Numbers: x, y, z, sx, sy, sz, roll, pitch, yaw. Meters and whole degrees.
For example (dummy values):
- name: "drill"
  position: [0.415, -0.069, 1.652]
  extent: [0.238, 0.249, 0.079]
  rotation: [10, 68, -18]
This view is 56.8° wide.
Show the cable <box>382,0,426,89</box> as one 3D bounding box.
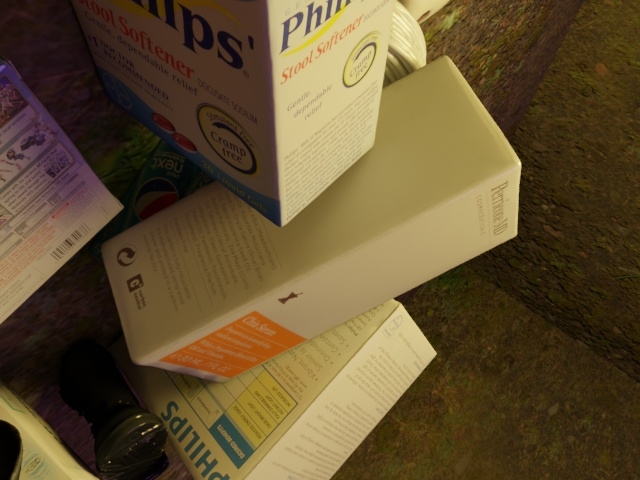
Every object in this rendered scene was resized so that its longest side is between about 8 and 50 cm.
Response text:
- name: "cable"
  position: [0.007, -0.211, 0.743]
  extent: [0.257, 0.257, 0.089]
  rotation: [100, 2, -65]

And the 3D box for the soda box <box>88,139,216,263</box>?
- name: "soda box"
  position: [-0.210, -0.050, 0.786]
  extent: [0.210, 0.067, 0.071]
  rotation: [-56, 161, 3]

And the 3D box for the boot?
- name: "boot"
  position: [-0.302, 0.229, 0.827]
  extent: [0.094, 0.207, 0.246]
  rotation: [-33, 158, -24]

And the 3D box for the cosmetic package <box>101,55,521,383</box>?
- name: "cosmetic package"
  position: [0.000, 0.000, 0.729]
  extent: [0.453, 0.161, 0.230]
  rotation: [-28, 156, 7]

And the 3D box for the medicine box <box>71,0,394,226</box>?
- name: "medicine box"
  position: [-0.085, -0.200, 0.515]
  extent: [0.149, 0.263, 0.289]
  rotation: [-45, 159, -24]

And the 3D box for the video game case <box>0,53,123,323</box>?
- name: "video game case"
  position: [-0.342, -0.010, 0.545]
  extent: [0.269, 0.061, 0.244]
  rotation: [-48, 161, -17]

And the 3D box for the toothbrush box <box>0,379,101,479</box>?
- name: "toothbrush box"
  position: [-0.434, 0.329, 0.675]
  extent: [0.295, 0.216, 0.126]
  rotation: [-46, 160, -20]

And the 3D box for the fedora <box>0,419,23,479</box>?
- name: "fedora"
  position: [-0.426, 0.194, 0.463]
  extent: [0.334, 0.334, 0.152]
  rotation: [-33, 120, -46]

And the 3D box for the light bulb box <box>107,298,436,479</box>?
- name: "light bulb box"
  position: [-0.079, 0.181, 0.956]
  extent: [0.361, 0.358, 0.225]
  rotation: [-47, 141, -6]

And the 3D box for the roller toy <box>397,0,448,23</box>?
- name: "roller toy"
  position: [0.079, -0.357, 0.748]
  extent: [0.146, 0.191, 0.209]
  rotation: [-42, 158, -34]
